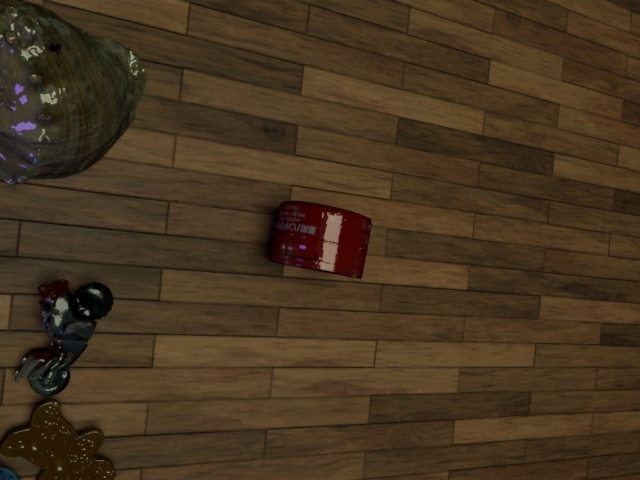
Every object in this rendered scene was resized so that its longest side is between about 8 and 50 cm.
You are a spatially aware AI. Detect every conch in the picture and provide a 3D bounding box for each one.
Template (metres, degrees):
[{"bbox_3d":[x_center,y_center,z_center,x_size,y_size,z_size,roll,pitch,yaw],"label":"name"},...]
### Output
[{"bbox_3d":[-0.428,-0.231,1.066,0.353,0.210,0.296,-11,112,-27],"label":"conch"}]

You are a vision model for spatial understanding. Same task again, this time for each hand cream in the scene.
[{"bbox_3d":[0.000,0.000,1.318,0.193,0.193,0.125,13,84,-29],"label":"hand cream"}]

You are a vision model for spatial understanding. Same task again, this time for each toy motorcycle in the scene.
[{"bbox_3d":[-0.443,0.155,1.134,0.122,0.082,0.213,29,88,-20],"label":"toy motorcycle"}]

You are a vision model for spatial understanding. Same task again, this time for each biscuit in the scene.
[{"bbox_3d":[-0.441,0.371,1.170,0.138,0.031,0.205,-46,114,-8],"label":"biscuit"}]

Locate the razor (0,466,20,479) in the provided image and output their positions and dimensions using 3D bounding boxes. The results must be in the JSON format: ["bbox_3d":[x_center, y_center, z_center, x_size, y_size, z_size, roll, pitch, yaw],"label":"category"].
[{"bbox_3d":[-0.490,0.454,1.146,0.082,0.042,0.253,-26,110,17],"label":"razor"}]
